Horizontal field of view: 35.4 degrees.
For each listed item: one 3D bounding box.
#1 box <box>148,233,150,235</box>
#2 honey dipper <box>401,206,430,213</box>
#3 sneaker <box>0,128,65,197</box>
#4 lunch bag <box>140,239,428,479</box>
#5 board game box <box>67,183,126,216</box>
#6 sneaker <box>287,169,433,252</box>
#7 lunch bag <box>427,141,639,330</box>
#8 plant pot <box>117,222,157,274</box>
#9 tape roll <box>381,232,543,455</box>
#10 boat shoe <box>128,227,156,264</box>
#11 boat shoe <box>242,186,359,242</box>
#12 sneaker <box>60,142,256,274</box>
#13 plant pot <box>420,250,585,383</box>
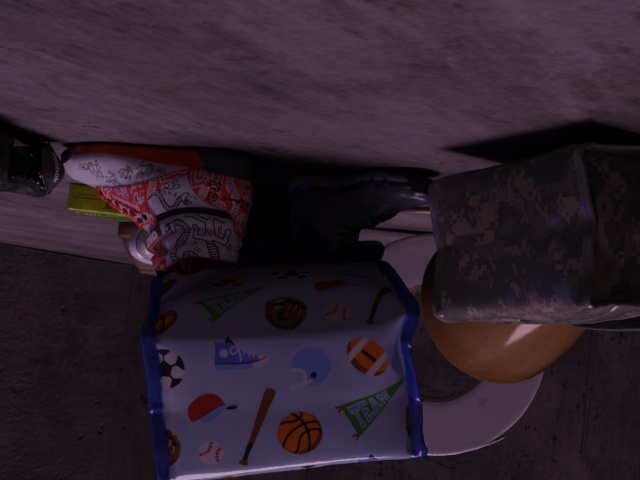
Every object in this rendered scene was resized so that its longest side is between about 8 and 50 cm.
[{"bbox_3d":[-0.129,-0.009,1.902,0.232,0.058,0.322,1,172,43],"label":"box"},{"bbox_3d":[0.126,-0.042,1.390,0.161,0.030,0.030,3,174,16],"label":"honey dipper"},{"bbox_3d":[-0.357,-0.092,1.185,0.106,0.078,0.234,5,179,-13],"label":"sneaker"},{"bbox_3d":[-0.057,0.122,1.297,0.328,0.238,0.385,-3,-167,-4],"label":"lunch bag"},{"bbox_3d":[-0.319,-0.058,1.665,0.181,0.043,0.092,7,175,-1],"label":"board game box"},{"bbox_3d":[0.050,-0.031,1.208,0.083,0.098,0.224,11,173,-44],"label":"sneaker"},{"bbox_3d":[0.284,0.004,0.968,0.287,0.168,0.235,0,175,-28],"label":"lunch bag"},{"bbox_3d":[-0.352,0.028,2.308,0.238,0.109,0.237,7,175,1],"label":"plant pot"},{"bbox_3d":[0.204,0.182,1.766,0.392,0.391,0.072,5,175,10],"label":"tape roll"},{"bbox_3d":[-0.282,0.004,2.136,0.258,0.095,0.084,-3,179,-44],"label":"boat shoe"},{"bbox_3d":[-0.101,-0.022,1.421,0.308,0.110,0.104,6,176,7],"label":"boat shoe"},{"bbox_3d":[-0.207,-0.036,1.199,0.270,0.144,0.090,4,174,24],"label":"sneaker"},{"bbox_3d":[0.292,0.059,1.370,0.237,0.237,0.254,8,161,-13],"label":"plant pot"}]
